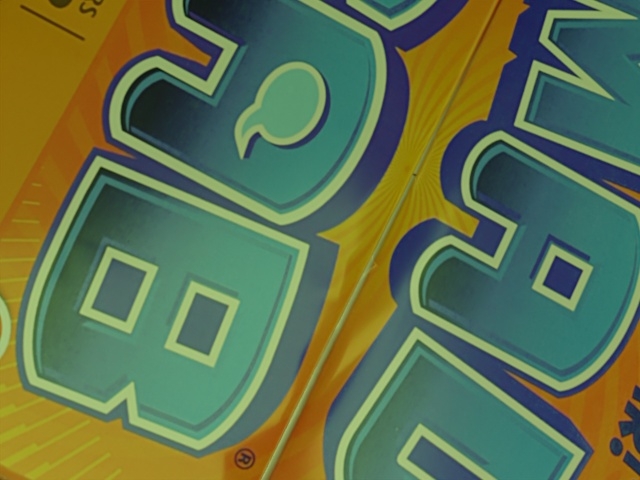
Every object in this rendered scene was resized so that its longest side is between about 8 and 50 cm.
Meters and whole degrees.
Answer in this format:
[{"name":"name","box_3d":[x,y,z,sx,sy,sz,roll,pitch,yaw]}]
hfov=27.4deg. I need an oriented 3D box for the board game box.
[{"name":"board game box","box_3d":[0.000,0.000,0.691,0.356,0.356,0.356,28,77,-7]}]
